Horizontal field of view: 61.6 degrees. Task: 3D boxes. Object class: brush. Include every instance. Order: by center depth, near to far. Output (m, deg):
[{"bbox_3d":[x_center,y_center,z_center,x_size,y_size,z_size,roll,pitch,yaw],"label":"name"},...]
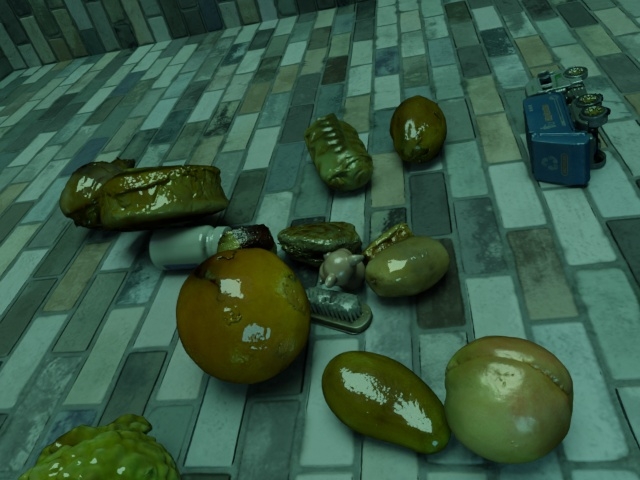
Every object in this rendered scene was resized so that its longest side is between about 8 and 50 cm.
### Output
[{"bbox_3d":[-0.048,0.116,1.107,0.327,0.065,0.070,10,47,31],"label":"brush"}]

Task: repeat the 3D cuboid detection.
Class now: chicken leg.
[{"bbox_3d":[-0.570,-0.161,1.581,0.295,0.182,0.409,-7,22,-3],"label":"chicken leg"}]

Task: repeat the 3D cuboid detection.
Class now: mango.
[{"bbox_3d":[0.104,0.255,0.856,0.227,0.099,0.136,24,47,29],"label":"mango"},{"bbox_3d":[0.258,-0.300,1.462,0.156,0.151,0.249,-29,33,35],"label":"mango"}]

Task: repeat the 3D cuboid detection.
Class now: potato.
[{"bbox_3d":[0.176,0.053,1.068,0.178,0.109,0.118,-25,4,-18],"label":"potato"}]

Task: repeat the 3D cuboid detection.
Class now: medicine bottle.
[{"bbox_3d":[-0.303,0.017,1.281,0.186,0.103,0.103,-4,40,14],"label":"medicine bottle"}]

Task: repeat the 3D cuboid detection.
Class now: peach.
[{"bbox_3d":[0.272,0.226,0.775,0.184,0.184,0.184,-10,38,8],"label":"peach"}]

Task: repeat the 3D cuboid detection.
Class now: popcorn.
[{"bbox_3d":[-0.326,0.371,0.784,0.237,0.206,0.251,-26,25,10],"label":"popcorn"}]

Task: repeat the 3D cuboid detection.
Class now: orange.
[{"bbox_3d":[-0.137,0.134,0.974,0.246,0.246,0.246,-10,38,8],"label":"orange"}]

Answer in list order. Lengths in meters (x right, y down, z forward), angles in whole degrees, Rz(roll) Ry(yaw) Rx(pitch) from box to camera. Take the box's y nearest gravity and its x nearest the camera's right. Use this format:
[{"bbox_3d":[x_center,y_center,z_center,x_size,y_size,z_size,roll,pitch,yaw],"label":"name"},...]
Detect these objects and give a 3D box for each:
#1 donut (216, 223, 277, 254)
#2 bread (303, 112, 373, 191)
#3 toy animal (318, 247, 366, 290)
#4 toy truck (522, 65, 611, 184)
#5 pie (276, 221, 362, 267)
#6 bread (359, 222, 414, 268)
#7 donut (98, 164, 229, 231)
[{"bbox_3d":[-0.162,0.027,1.201,0.140,0.140,0.059,-25,48,-11],"label":"donut"},{"bbox_3d":[0.050,-0.230,1.445,0.152,0.130,0.268,-13,39,-5],"label":"bread"},{"bbox_3d":[0.051,0.060,1.083,0.089,0.150,0.083,14,88,24],"label":"toy animal"},{"bbox_3d":[0.594,-0.288,1.315,0.175,0.146,0.367,-6,39,19],"label":"toy truck"},{"bbox_3d":[0.000,0.000,1.221,0.193,0.079,0.163,7,29,21],"label":"pie"},{"bbox_3d":[0.140,0.014,1.156,0.132,0.074,0.053,-35,79,-19],"label":"bread"},{"bbox_3d":[-0.398,-0.108,1.331,0.330,0.160,0.330,-15,7,2],"label":"donut"}]
